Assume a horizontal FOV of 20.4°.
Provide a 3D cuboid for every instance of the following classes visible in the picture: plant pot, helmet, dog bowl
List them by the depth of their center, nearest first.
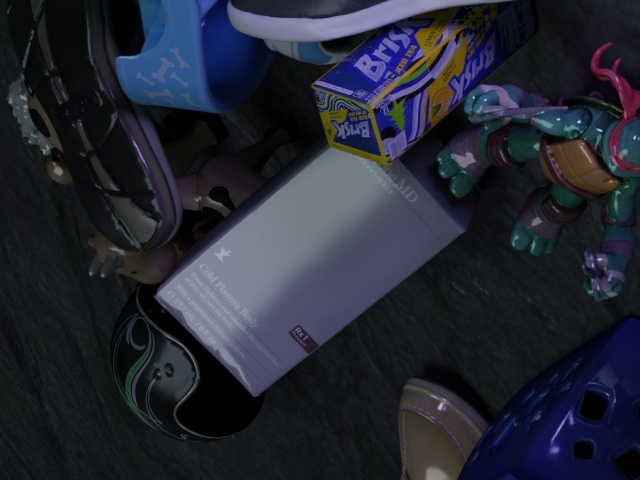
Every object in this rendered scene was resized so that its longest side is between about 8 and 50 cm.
[{"bbox_3d":[-0.088,-0.217,1.345,0.074,0.166,0.297,22,144,19],"label":"dog bowl"},{"bbox_3d":[0.220,0.238,1.421,0.236,0.212,0.236,45,152,3],"label":"plant pot"},{"bbox_3d":[-0.135,0.124,1.835,0.169,0.169,0.161,34,133,25],"label":"helmet"}]

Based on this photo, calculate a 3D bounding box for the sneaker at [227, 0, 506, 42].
[{"bbox_3d":[0.043,-0.223,1.171,0.296,0.104,0.147,-7,118,36],"label":"sneaker"}]

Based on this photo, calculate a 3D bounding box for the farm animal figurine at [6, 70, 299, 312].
[{"bbox_3d":[-0.153,-0.053,1.619,0.326,0.172,0.330,51,152,-5],"label":"farm animal figurine"}]

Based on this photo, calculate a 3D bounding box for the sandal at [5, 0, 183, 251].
[{"bbox_3d":[-0.178,-0.140,1.481,0.120,0.086,0.302,-12,97,46],"label":"sandal"}]

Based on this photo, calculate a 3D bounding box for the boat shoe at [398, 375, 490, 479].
[{"bbox_3d":[0.126,0.260,1.704,0.109,0.098,0.302,22,143,40],"label":"boat shoe"}]

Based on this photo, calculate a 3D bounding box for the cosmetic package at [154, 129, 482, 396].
[{"bbox_3d":[0.000,0.000,1.419,0.127,0.107,0.238,46,117,-7],"label":"cosmetic package"}]

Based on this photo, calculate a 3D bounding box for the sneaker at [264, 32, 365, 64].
[{"bbox_3d":[0.000,-0.230,1.294,0.086,0.085,0.237,9,136,8],"label":"sneaker"}]

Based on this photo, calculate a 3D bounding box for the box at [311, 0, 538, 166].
[{"bbox_3d":[0.073,-0.124,1.212,0.059,0.169,0.054,22,142,40],"label":"box"}]

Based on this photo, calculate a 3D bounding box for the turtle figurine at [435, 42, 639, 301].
[{"bbox_3d":[0.172,-0.047,1.230,0.175,0.118,0.234,58,164,-5],"label":"turtle figurine"}]
